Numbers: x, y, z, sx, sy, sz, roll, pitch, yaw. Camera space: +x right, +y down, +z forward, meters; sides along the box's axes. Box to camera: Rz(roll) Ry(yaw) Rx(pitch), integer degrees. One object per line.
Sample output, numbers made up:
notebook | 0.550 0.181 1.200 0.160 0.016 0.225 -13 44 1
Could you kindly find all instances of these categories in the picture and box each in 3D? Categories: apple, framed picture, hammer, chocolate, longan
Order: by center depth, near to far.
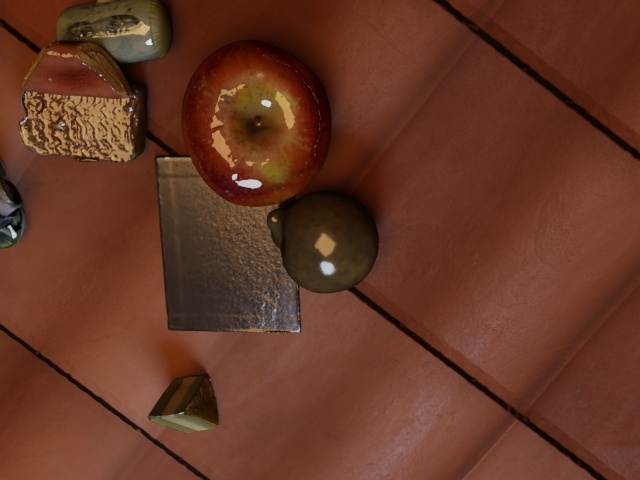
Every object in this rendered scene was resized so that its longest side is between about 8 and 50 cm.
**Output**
apple | -0.107 -0.196 1.792 0.252 0.206 0.272 -32 98 -2
hammer | -0.364 -0.452 1.816 0.202 0.113 0.305 -6 100 8
longan | 0.000 0.000 1.856 0.204 0.159 0.185 25 116 8
chocolate | -0.415 -0.219 1.891 0.214 0.093 0.148 8 106 6
framed picture | -0.169 0.009 1.961 0.255 0.014 0.338 0 106 8

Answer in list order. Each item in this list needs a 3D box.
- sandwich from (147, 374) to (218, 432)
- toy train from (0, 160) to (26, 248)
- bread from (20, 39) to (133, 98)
sandwich | -0.249 0.335 1.989 0.079 0.163 0.113 -11 105 12
toy train | -0.696 -0.056 1.951 0.307 0.173 0.249 -32 90 16
bread | -0.410 -0.288 1.780 0.192 0.067 0.119 7 144 1
